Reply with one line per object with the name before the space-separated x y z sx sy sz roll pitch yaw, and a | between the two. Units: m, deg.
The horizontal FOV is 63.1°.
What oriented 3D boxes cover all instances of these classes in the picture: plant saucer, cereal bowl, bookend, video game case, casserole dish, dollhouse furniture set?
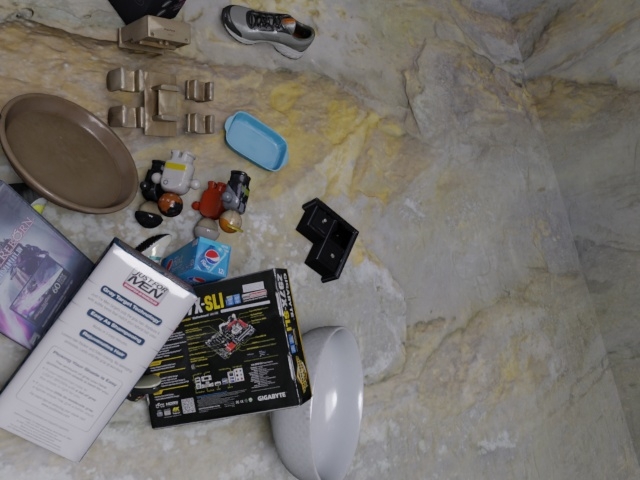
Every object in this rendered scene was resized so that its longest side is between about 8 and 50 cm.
plant saucer | -0.485 -0.163 1.015 0.278 0.041 0.278 40 31 -30
cereal bowl | -0.018 0.359 1.160 0.339 0.141 0.339 -2 90 -69
bookend | 0.000 0.000 1.361 0.157 0.072 0.156 39 58 -20
video game case | -0.516 0.057 0.899 0.274 0.026 0.196 69 37 -53
casserole dish | -0.167 -0.248 1.335 0.188 0.037 0.114 30 61 -26
dollhouse furniture set | -0.373 -0.358 1.179 0.212 0.161 0.242 -5 101 -40

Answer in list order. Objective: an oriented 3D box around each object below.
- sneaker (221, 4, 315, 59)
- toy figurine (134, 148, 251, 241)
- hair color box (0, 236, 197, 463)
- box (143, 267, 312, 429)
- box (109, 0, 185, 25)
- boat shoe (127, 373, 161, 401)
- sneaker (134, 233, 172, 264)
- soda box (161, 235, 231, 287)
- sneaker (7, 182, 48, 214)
sneaker | -0.137 -0.582 1.410 0.271 0.108 0.100 4 76 -33
toy figurine | -0.269 -0.083 1.107 0.213 0.209 0.148 19 77 -33
hair color box | -0.392 0.186 0.917 0.174 0.105 0.347 37 85 -20
box | -0.196 0.212 1.017 0.079 0.322 0.257 18 59 -72
box | -0.371 -0.613 1.145 0.143 0.270 0.165 -43 102 -36
boat shoe | -0.348 0.282 0.995 0.049 0.133 0.042 -21 98 -56
sneaker | -0.367 0.053 1.101 0.161 0.057 0.075 -48 123 -36
soda box | -0.263 0.056 1.068 0.071 0.210 0.067 19 66 -31
sneaker | -0.607 0.051 0.895 0.385 0.145 0.147 -61 145 -35
